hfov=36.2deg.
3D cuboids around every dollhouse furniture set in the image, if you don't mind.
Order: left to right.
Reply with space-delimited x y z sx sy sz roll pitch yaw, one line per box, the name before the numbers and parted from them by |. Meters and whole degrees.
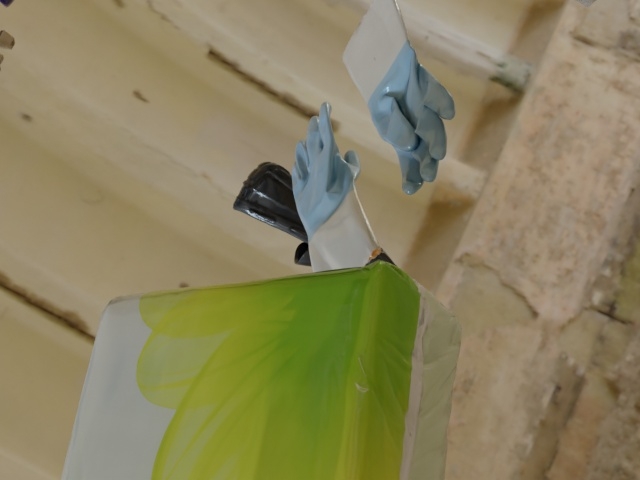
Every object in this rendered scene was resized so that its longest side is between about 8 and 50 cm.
dollhouse furniture set | -0.471 -0.275 1.312 0.114 0.081 0.091 119 173 -68

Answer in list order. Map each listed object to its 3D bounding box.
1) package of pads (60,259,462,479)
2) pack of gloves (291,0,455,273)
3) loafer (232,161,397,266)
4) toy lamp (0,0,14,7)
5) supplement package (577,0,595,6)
package of pads | -0.052 0.168 0.541 0.101 0.229 0.297 31 -119 -44
pack of gloves | 0.047 -0.074 0.811 0.195 0.046 0.232 -55 31 30
loafer | 0.000 0.000 1.126 0.078 0.223 0.076 -52 11 -1
toy lamp | -0.149 -0.285 0.738 0.274 0.080 0.080 -38 -9 -4
supplement package | 0.154 -0.328 0.750 0.145 0.204 0.261 -39 -27 32
